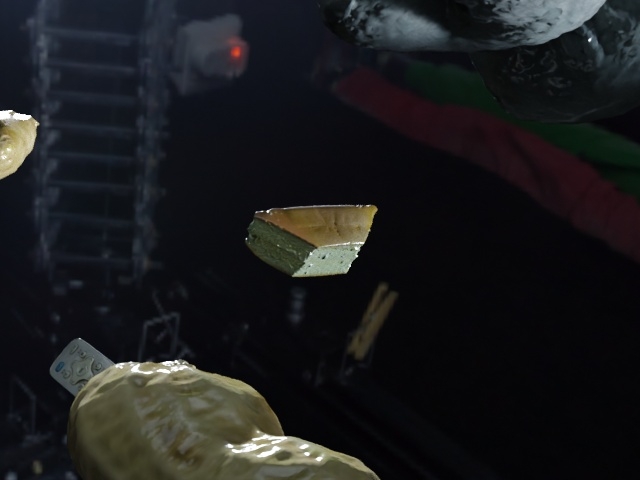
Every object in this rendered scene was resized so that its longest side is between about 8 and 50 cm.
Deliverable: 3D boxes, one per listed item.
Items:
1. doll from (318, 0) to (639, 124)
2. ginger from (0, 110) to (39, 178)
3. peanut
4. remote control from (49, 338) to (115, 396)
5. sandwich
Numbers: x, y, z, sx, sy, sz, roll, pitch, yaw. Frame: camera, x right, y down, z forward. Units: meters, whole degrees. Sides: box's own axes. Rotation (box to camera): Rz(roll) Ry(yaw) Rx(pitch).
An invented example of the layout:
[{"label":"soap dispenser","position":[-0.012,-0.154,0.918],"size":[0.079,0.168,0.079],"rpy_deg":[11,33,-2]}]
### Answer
[{"label":"doll","position":[0.118,-0.188,0.655],"size":[0.340,0.246,0.158],"rpy_deg":[21,-134,-43]},{"label":"ginger","position":[-0.362,-0.088,1.149],"size":[0.190,0.069,0.095],"rpy_deg":[-23,-132,-38]},{"label":"peanut","position":[-0.075,0.187,0.886],"size":[0.325,0.140,0.153],"rpy_deg":[15,-127,39]},{"label":"remote control","position":[-0.310,0.226,1.679],"size":[0.229,0.044,0.073],"rpy_deg":[30,-102,32]},{"label":"sandwich","position":[0.000,0.000,1.865],"size":[0.258,0.094,0.096],"rpy_deg":[-5,-127,-33]}]
